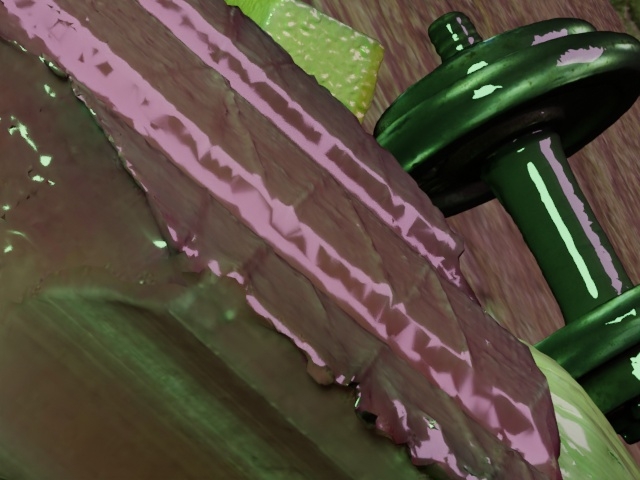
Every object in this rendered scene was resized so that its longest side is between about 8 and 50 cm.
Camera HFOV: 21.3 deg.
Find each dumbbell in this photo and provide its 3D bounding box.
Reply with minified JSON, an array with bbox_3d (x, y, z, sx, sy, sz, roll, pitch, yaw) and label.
[{"bbox_3d":[0.136,-0.004,0.962,0.290,0.192,0.192,63,18,13],"label":"dumbbell"}]

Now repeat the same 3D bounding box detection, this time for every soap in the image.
[{"bbox_3d":[-0.050,0.002,0.526,0.289,0.112,0.182,42,17,-23],"label":"soap"}]

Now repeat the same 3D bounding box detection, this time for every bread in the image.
[{"bbox_3d":[-0.034,-0.089,0.901,0.084,0.080,0.109,26,-4,-35],"label":"bread"}]

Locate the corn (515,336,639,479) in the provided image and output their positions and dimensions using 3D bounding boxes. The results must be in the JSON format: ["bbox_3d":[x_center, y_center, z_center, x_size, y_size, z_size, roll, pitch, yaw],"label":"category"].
[{"bbox_3d":[0.129,0.161,0.764,0.123,0.122,0.305,6,-34,52],"label":"corn"}]
